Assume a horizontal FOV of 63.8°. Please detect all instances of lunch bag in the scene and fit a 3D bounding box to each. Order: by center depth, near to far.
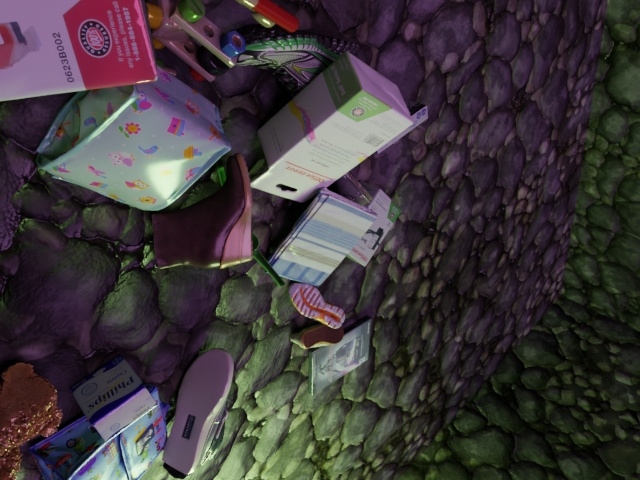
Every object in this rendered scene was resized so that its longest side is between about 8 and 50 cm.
[{"bbox_3d":[-0.331,-0.172,0.910,0.262,0.160,0.223,-34,146,22],"label":"lunch bag"},{"bbox_3d":[-0.478,0.483,1.206,0.293,0.138,0.220,-39,139,-43],"label":"lunch bag"}]

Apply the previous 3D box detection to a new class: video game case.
[{"bbox_3d":[0.069,0.395,1.773,0.274,0.026,0.195,-24,128,-36],"label":"video game case"}]

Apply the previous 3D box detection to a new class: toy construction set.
[{"bbox_3d":[-0.214,-0.393,0.785,0.237,0.309,0.257,7,99,-53],"label":"toy construction set"}]

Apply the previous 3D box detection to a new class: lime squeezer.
[{"bbox_3d":[-0.185,-0.025,1.206,0.059,0.110,0.310,-28,102,-11],"label":"lime squeezer"}]

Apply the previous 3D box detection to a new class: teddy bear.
[{"bbox_3d":[-0.631,0.372,0.904,0.245,0.113,0.337,37,39,-20],"label":"teddy bear"}]

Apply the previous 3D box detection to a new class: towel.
[{"bbox_3d":[0.000,0.000,1.363,0.209,0.034,0.285,19,119,-38],"label":"towel"}]

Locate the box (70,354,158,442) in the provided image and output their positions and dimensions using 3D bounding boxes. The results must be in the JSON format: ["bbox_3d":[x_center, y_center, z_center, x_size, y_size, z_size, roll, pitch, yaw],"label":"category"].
[{"bbox_3d":[-0.448,0.339,1.115,0.126,0.137,0.072,-35,133,-27],"label":"box"}]

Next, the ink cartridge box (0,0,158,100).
[{"bbox_3d":[-0.420,-0.318,0.616,0.385,0.160,0.279,-11,123,-12],"label":"ink cartridge box"}]

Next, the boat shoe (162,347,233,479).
[{"bbox_3d":[-0.301,0.443,1.369,0.340,0.127,0.158,-67,164,-1],"label":"boat shoe"}]

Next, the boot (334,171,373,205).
[{"bbox_3d":[0.022,-0.094,1.398,0.208,0.076,0.189,-42,115,6],"label":"boot"}]

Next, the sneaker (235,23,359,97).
[{"bbox_3d":[-0.051,-0.373,1.100,0.344,0.134,0.146,-9,120,-43],"label":"sneaker"}]

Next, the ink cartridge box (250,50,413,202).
[{"bbox_3d":[0.005,-0.239,1.176,0.354,0.119,0.207,-34,151,30],"label":"ink cartridge box"}]

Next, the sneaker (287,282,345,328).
[{"bbox_3d":[-0.024,0.191,1.516,0.215,0.083,0.084,42,76,-31],"label":"sneaker"}]

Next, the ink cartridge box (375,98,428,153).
[{"bbox_3d":[0.190,-0.317,1.410,0.207,0.097,0.046,-38,135,-24],"label":"ink cartridge box"}]

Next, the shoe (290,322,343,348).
[{"bbox_3d":[-0.007,0.297,1.619,0.219,0.058,0.076,3,79,-51],"label":"shoe"}]

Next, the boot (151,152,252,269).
[{"bbox_3d":[-0.250,-0.060,1.086,0.207,0.090,0.248,-2,98,-12],"label":"boot"}]

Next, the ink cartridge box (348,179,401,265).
[{"bbox_3d":[0.125,-0.047,1.513,0.208,0.087,0.153,-57,139,-2],"label":"ink cartridge box"}]
